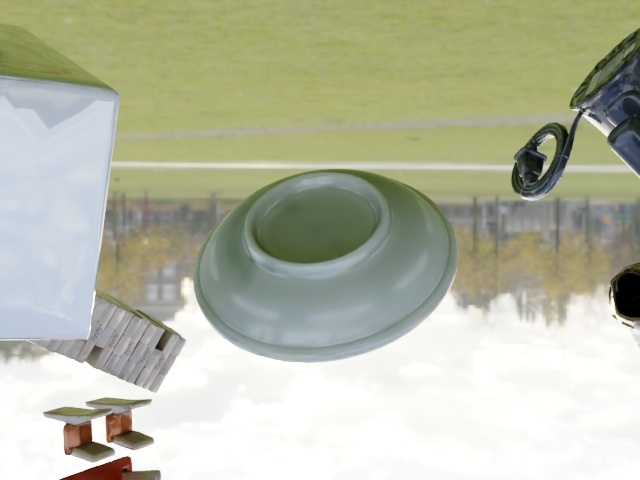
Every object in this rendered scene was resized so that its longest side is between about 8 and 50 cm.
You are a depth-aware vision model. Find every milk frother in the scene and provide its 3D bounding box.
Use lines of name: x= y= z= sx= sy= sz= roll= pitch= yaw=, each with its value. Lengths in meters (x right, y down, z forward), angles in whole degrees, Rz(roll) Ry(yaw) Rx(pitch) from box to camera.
milk frother: x=0.238 y=-0.061 z=0.759 sx=0.129 sy=0.134 sz=0.143 roll=-52 pitch=-174 yaw=-32

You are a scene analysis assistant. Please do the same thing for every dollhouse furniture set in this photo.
dollhouse furniture set: x=-0.334 y=0.349 z=1.299 sx=0.135 sy=0.262 sz=0.259 roll=-1 pitch=-177 yaw=34

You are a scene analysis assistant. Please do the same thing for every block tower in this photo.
block tower: x=-0.314 y=0.107 z=1.321 sx=0.091 sy=0.097 sz=0.335 roll=26 pitch=175 yaw=37

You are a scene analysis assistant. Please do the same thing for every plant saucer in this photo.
plant saucer: x=0.000 y=0.000 z=1.478 sx=0.400 sy=0.101 sz=0.401 roll=-6 pitch=-139 yaw=5

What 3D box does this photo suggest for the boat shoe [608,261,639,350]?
boat shoe: x=0.313 y=0.056 z=0.957 sx=0.073 sy=0.073 sz=0.207 roll=-43 pitch=-172 yaw=12

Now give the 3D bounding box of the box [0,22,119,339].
box: x=-0.299 y=-0.067 z=0.725 sx=0.214 sy=0.168 sz=0.345 roll=2 pitch=-164 yaw=-26
